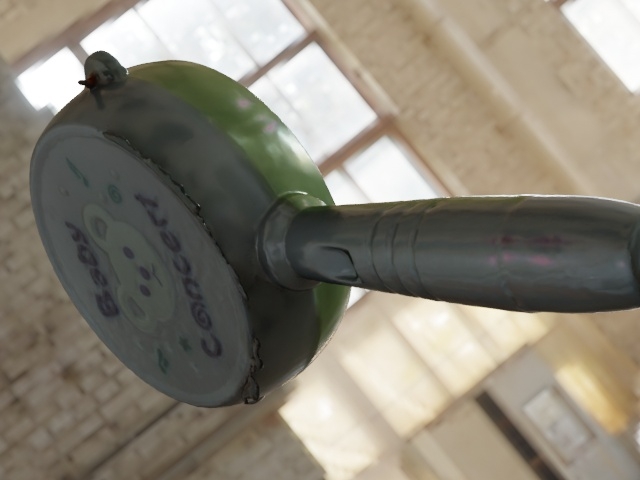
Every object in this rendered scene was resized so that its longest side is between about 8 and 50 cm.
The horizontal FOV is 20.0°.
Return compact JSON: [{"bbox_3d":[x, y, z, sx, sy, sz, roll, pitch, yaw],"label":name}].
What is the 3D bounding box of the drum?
[{"bbox_3d":[0.004,0.018,0.550,0.049,0.253,0.130,-35,-51,-33],"label":"drum"}]
